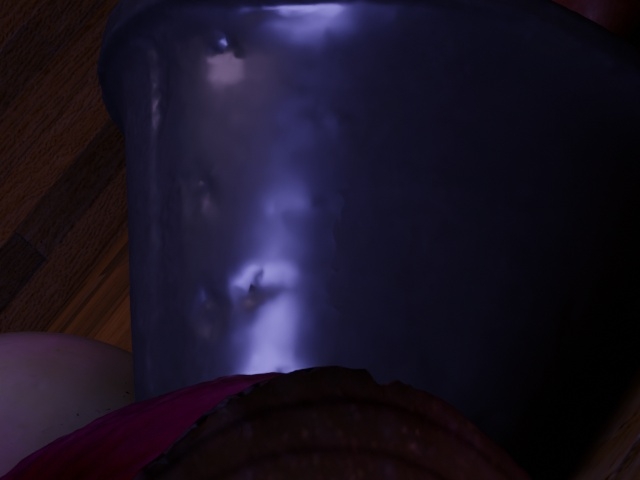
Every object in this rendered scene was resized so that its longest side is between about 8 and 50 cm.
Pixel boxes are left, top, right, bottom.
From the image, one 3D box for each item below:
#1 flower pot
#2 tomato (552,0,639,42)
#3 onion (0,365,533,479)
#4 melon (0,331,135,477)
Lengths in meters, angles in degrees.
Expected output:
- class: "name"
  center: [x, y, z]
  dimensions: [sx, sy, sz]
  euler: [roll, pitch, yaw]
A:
- class: "flower pot"
  center: [0.020, 0.018, 0.766]
  dimensions: [0.269, 0.269, 0.166]
  euler: [-33, 40, 58]
- class: "tomato"
  center: [0.102, -0.173, 1.144]
  dimensions: [0.208, 0.208, 0.184]
  euler: [-52, -29, -20]
- class: "onion"
  center: [-0.060, 0.160, 0.466]
  dimensions: [0.256, 0.272, 0.230]
  euler: [-13, -9, -43]
- class: "melon"
  center: [-0.150, 0.161, 0.893]
  dimensions: [0.223, 0.223, 0.317]
  euler: [-45, 10, 19]
